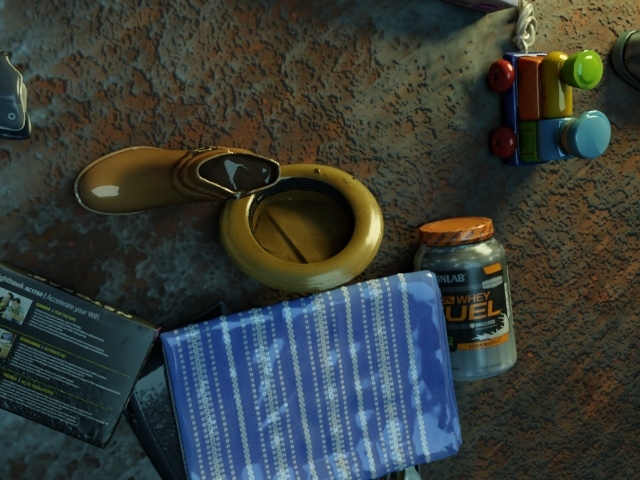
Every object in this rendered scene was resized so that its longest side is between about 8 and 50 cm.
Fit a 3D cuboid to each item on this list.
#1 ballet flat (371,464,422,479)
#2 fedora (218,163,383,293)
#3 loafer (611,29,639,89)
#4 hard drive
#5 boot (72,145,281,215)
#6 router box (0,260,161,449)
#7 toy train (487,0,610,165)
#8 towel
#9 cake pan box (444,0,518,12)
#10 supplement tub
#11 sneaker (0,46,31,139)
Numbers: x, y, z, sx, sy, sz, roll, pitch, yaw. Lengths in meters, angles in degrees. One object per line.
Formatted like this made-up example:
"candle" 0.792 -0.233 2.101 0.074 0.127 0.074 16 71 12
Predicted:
"ballet flat" 0.108 0.354 0.974 0.077 0.079 0.221 -12 101 -24
"fedora" -0.021 -0.003 0.850 0.194 0.194 0.079 -27 142 -19
"loafer" 0.549 -0.234 1.102 0.268 0.084 0.096 16 89 -25
"hard drive" -0.115 0.218 0.873 0.172 0.054 0.254 -31 107 -18
"boot" -0.148 -0.066 0.772 0.197 0.152 0.072 -14 101 -22
"router box" -0.273 0.116 0.769 0.179 0.046 0.133 24 86 -7
"toy train" 0.296 -0.220 0.959 0.105 0.143 0.247 -8 99 -24
"towel" 0.004 0.181 0.862 0.336 0.040 0.243 -12 101 -20
"cake pan box" 0.145 -0.426 0.912 0.267 0.070 0.245 5 96 -24
"supplement tub" 0.182 0.071 0.955 0.117 0.117 0.190 -14 101 -22
"sneaker" -0.368 -0.093 0.708 0.164 0.086 0.226 19 87 -22
